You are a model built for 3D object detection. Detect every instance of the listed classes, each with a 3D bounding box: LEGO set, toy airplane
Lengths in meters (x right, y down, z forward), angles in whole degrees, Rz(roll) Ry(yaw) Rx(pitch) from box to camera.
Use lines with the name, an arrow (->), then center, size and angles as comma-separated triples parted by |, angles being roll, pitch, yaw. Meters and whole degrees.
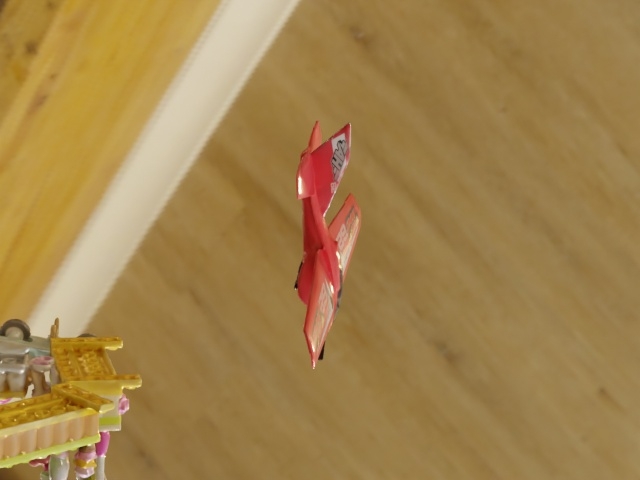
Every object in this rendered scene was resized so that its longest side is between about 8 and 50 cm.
LEGO set -> -0.180, 0.135, 1.013 | 0.132, 0.287, 0.107 | 5, -77, 7
toy airplane -> 0.000, 0.000, 0.937 | 0.028, 0.151, 0.151 | 8, -61, 8
